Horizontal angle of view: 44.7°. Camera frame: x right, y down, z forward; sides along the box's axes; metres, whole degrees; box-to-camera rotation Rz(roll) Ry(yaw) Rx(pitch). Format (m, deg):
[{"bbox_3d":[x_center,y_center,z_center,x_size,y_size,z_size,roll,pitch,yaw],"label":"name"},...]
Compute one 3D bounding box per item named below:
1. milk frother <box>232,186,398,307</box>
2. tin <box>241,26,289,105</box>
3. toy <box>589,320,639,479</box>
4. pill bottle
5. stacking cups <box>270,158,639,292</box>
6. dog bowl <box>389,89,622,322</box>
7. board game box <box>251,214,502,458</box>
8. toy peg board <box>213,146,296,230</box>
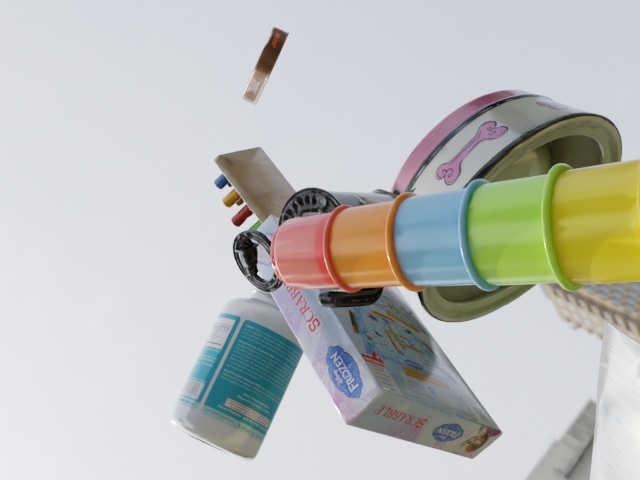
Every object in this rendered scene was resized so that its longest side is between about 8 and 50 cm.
[{"bbox_3d":[0.000,0.000,0.834,0.135,0.143,0.129,-2,-72,-55],"label":"milk frother"},{"bbox_3d":[-0.109,-0.334,1.501,0.040,0.189,0.106,21,-116,-11],"label":"tin"},{"bbox_3d":[0.276,0.197,0.625,0.056,0.137,0.237,-4,-70,-16],"label":"toy"},{"bbox_3d":[-0.112,0.190,1.194,0.146,0.146,0.264,44,-115,-43],"label":"pill bottle"},{"bbox_3d":[0.102,0.005,0.599,0.096,0.316,0.096,14,-109,-50],"label":"stacking cups"},{"bbox_3d":[0.281,-0.064,1.260,0.408,0.150,0.408,-24,-39,-22],"label":"dog bowl"},{"bbox_3d":[0.074,0.137,1.072,0.066,0.318,0.319,-45,-42,14],"label":"board game box"},{"bbox_3d":[-0.117,-0.072,1.364,0.079,0.160,0.161,-41,-5,24],"label":"toy peg board"}]
